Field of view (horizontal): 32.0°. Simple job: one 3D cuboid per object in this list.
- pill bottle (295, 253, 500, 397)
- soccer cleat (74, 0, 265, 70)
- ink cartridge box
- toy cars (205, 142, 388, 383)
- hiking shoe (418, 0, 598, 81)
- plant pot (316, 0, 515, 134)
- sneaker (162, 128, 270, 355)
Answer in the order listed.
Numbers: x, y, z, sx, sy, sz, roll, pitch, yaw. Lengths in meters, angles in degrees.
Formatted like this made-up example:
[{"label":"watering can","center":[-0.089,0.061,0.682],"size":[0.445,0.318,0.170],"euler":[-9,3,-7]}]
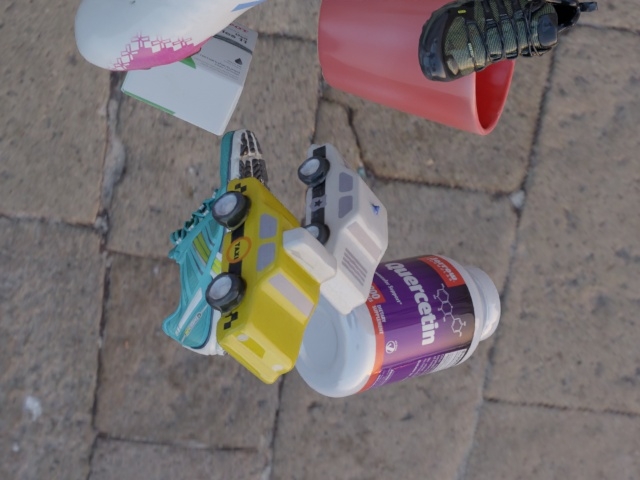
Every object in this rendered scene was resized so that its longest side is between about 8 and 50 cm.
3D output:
[{"label":"pill bottle","center":[0.118,0.119,1.681],"size":[0.322,0.181,0.182],"euler":[-10,117,-38]},{"label":"soccer cleat","center":[-0.080,-0.246,0.923],"size":[0.331,0.143,0.116],"euler":[-20,74,14]},{"label":"ink cartridge box","center":[-0.180,-0.255,1.584],"size":[0.153,0.208,0.087],"euler":[23,120,-10]},{"label":"toy cars","center":[0.000,0.000,1.087],"size":[0.087,0.393,0.177],"euler":[-20,96,24]},{"label":"hiking shoe","center":[0.211,-0.244,1.273],"size":[0.226,0.114,0.086],"euler":[-31,114,-30]},{"label":"plant pot","center":[0.141,-0.300,1.591],"size":[0.243,0.275,0.275],"euler":[11,113,19]},{"label":"sneaker","center":[-0.129,0.000,1.329],"size":[0.109,0.107,0.275],"euler":[13,95,16]}]
